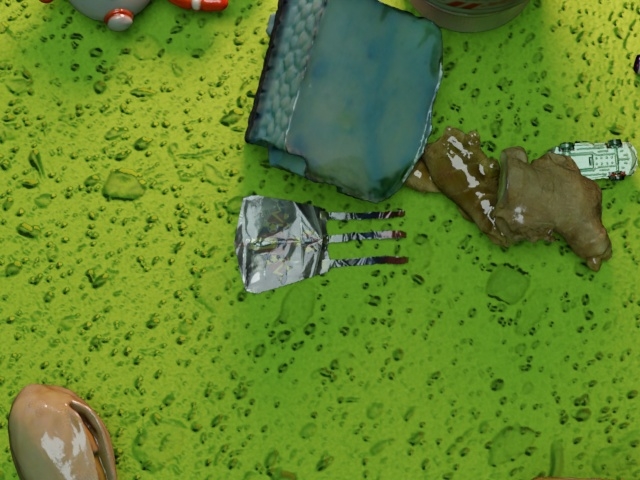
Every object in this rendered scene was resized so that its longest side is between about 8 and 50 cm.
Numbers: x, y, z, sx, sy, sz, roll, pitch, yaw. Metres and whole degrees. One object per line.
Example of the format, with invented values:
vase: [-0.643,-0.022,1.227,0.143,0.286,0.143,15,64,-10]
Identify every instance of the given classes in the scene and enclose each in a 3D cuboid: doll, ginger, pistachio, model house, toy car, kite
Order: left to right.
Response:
pistachio: [-0.342,0.293,1.865,0.152,0.126,0.223,-31,84,31]
doll: [-0.245,-0.400,1.987,0.336,0.105,0.200,-16,80,-1]
model house: [0.000,-0.207,1.928,0.226,0.241,0.261,14,93,-39]
kite: [0.000,0.000,1.954,0.245,0.015,0.141,-3,82,3]
ginger: [0.206,-0.086,1.925,0.205,0.081,0.115,34,95,7]
ginger: [0.324,-0.049,1.889,0.213,0.074,0.137,20,83,-22]
toy car: [0.380,-0.110,1.946,0.122,0.035,0.059,-4,86,-1]

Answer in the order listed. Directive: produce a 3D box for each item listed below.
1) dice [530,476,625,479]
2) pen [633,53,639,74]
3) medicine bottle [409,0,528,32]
dice: [0.372,0.415,1.753,0.233,0.238,0.227,3,82,2]
pen: [0.575,-0.220,1.960,0.269,0.033,0.033,12,81,5]
medicine bottle: [0.208,-0.426,1.863,0.256,0.325,0.256,0,80,1]
